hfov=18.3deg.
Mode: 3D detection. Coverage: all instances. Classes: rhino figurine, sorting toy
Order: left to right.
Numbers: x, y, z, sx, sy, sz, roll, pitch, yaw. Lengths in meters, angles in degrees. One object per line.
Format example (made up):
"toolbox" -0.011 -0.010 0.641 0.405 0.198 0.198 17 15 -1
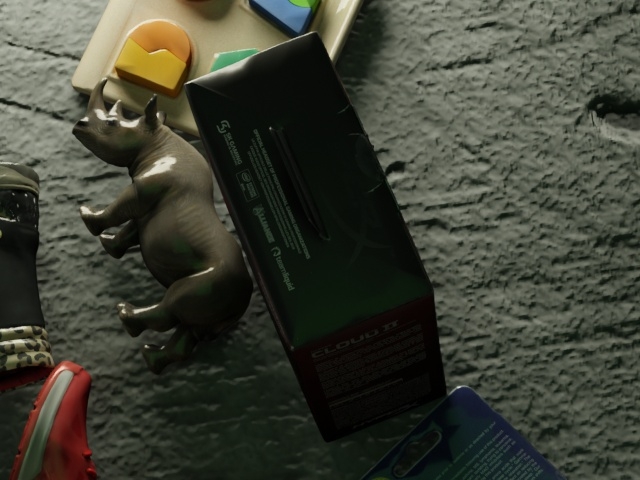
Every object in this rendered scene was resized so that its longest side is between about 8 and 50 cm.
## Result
"rhino figurine" -0.132 -0.024 1.594 0.106 0.073 0.243 -24 73 4
"sorting toy" -0.083 -0.180 1.668 0.208 0.038 0.193 20 74 12

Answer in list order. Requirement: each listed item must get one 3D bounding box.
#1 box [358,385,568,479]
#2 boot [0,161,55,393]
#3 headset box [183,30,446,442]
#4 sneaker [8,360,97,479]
"box" 0.140 0.230 1.498 0.136 0.036 0.225 -42 74 -9
"boot" -0.329 0.044 1.589 0.236 0.085 0.179 -13 73 3
"headset box" 0.000 0.000 1.460 0.110 0.293 0.218 -22 71 -3
"sneaker" -0.180 0.211 1.530 0.128 0.087 0.221 17 75 -5
